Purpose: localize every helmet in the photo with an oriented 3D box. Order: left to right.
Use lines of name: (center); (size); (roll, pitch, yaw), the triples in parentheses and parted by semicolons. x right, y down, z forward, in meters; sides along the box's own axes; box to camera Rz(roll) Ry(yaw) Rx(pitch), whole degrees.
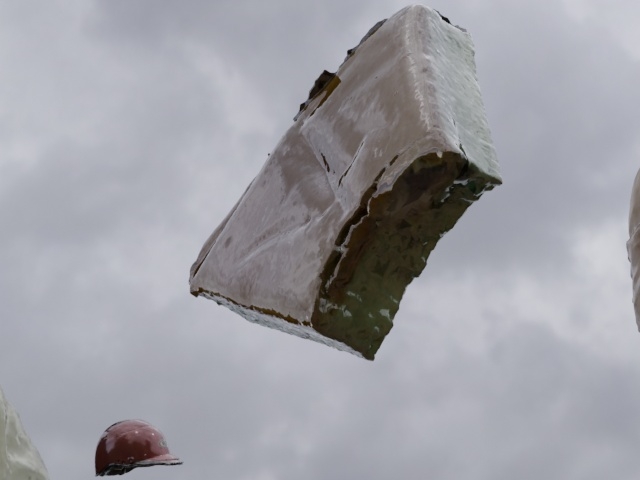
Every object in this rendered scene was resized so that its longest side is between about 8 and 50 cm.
helmet: (-0.168, 0.187, 1.329); (0.084, 0.049, 0.065); (-11, -11, 12)

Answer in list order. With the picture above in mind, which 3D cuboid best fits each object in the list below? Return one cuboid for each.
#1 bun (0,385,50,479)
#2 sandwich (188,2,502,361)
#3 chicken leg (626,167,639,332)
bun: (-0.369, 0.270, 1.363); (0.202, 0.364, 0.364); (-1, -45, 17)
sandwich: (0.000, 0.000, 0.824); (0.063, 0.212, 0.245); (30, -63, -18)
chicken leg: (0.302, 0.087, 0.866); (0.295, 0.409, 0.182); (14, -32, 19)
